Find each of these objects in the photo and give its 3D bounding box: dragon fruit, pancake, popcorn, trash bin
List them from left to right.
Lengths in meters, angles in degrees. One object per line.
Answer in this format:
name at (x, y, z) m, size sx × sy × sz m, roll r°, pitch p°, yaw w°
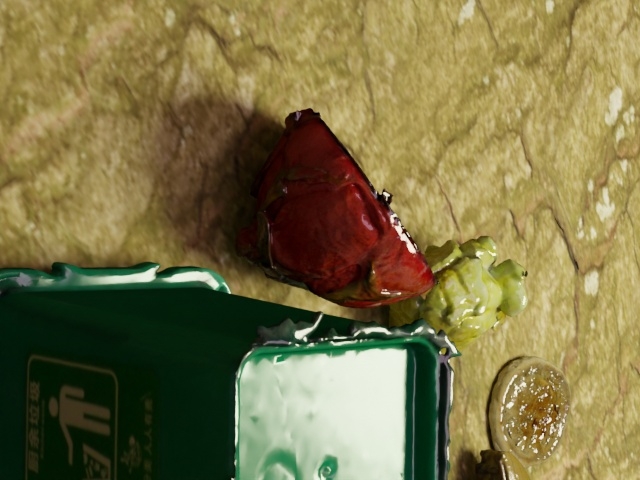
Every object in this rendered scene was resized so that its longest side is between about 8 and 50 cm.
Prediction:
trash bin at (-0.086, 0.152, 0.823) m, size 0.295 × 0.381 × 0.259 m, roll 1°, pitch 91°, yaw -40°
dragon fruit at (-0.002, -0.003, 1.041) m, size 0.148 × 0.218 × 0.224 m, roll -37°, pitch 158°, yaw -1°
popcorn at (0.143, 0.068, 1.178) m, size 0.136 × 0.162 × 0.142 m, roll -68°, pitch 175°, yaw -55°
pancake at (0.271, 0.219, 1.356) m, size 0.151 × 0.025 × 0.152 m, roll 0°, pitch 90°, yaw -39°

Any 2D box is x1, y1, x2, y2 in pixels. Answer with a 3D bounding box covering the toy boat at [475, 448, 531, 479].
toy boat at (0.181, 0.406, 1.245) m, size 0.121 × 0.089 × 0.321 m, roll 17°, pitch 79°, yaw -27°
